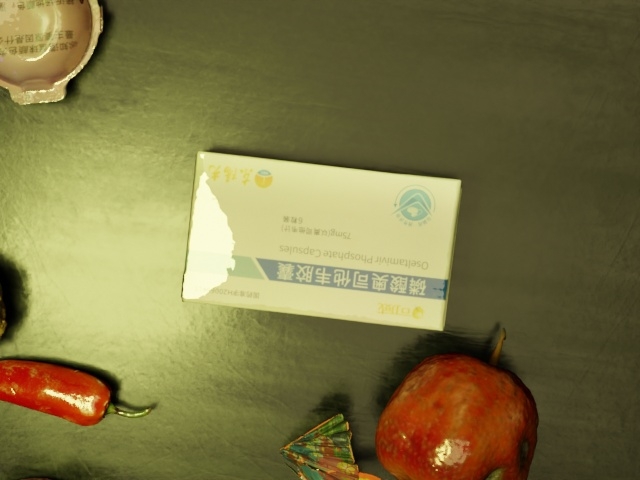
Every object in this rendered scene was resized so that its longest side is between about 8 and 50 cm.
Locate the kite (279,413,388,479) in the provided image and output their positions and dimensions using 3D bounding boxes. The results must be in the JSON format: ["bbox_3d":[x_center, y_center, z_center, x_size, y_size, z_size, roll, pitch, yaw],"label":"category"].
[{"bbox_3d":[0.024,0.306,1.733,0.183,0.014,0.241,9,128,34],"label":"kite"}]

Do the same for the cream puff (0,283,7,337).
[{"bbox_3d":[-0.482,0.091,1.716,0.165,0.115,0.150,39,88,8],"label":"cream puff"}]

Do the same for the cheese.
[{"bbox_3d":[-0.376,-0.317,1.701,0.189,0.074,0.285,-8,91,2],"label":"cheese"}]

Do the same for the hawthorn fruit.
[{"bbox_3d":[0.189,0.216,1.676,0.207,0.207,0.243,28,74,-1],"label":"hawthorn fruit"}]

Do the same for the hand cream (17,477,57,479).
[{"bbox_3d":[-0.381,0.427,1.725,0.230,0.149,0.230,0,97,3],"label":"hand cream"}]

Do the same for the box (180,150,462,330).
[{"bbox_3d":[0.000,0.000,1.719,0.343,0.065,0.200,7,95,1],"label":"box"}]

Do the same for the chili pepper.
[{"bbox_3d":[-0.356,0.198,1.750,0.272,0.063,0.071,12,82,3],"label":"chili pepper"}]
